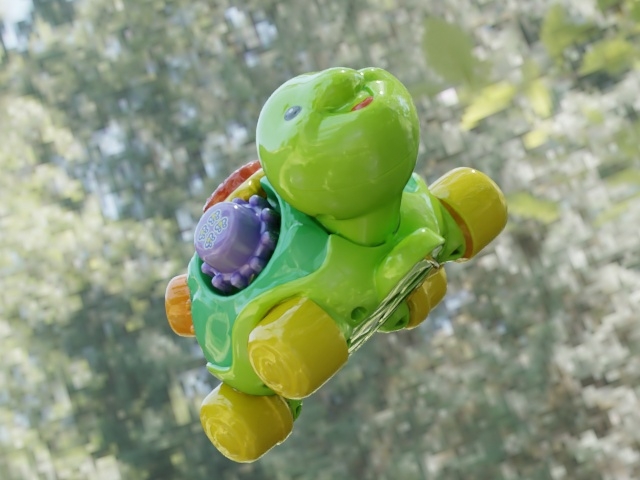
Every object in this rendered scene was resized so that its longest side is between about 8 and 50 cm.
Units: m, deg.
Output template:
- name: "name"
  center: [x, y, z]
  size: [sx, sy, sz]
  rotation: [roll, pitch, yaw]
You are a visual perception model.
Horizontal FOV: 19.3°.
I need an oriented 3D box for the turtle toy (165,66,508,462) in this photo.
- name: "turtle toy"
  center: [0.000, 0.000, 0.536]
  size: [0.095, 0.066, 0.130]
  rotation: [-38, -10, -32]
